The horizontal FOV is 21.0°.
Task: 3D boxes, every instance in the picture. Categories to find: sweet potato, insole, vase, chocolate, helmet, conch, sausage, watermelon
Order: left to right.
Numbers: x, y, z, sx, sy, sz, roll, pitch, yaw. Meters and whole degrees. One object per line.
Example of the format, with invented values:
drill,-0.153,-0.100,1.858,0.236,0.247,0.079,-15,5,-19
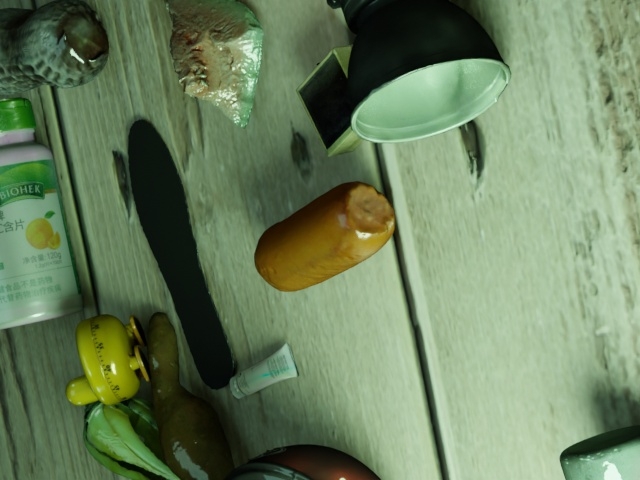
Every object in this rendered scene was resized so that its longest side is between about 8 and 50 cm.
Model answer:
chocolate,-0.337,-0.227,2.028,0.248,0.110,0.110,-4,97,47
conch,-0.222,0.231,2.032,0.201,0.079,0.095,16,107,35
insole,-0.160,0.014,1.952,0.109,0.007,0.322,-33,74,52
sweet potato,-0.153,0.202,1.941,0.075,0.075,0.269,-55,50,43
watermelon,-0.111,-0.209,1.788,0.101,0.080,0.155,-56,41,32
helmet,-0.010,0.303,1.691,0.189,0.193,0.216,-26,93,48
sausage,0.000,0.000,1.696,0.197,0.076,0.076,-29,77,52
vase,0.269,0.266,1.432,0.086,0.086,0.214,-17,91,52

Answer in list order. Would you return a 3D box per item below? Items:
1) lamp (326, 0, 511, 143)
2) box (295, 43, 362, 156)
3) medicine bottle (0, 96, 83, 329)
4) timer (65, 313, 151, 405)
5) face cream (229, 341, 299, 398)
lamp,0.062,-0.216,1.529,0.172,0.147,0.227,108,146,-65
box,0.021,-0.137,1.662,0.079,0.035,0.083,-45,65,47
medicine bottle,-0.380,-0.033,2.112,0.133,0.133,0.274,-13,89,52
timer,-0.256,0.142,2.003,0.107,0.109,0.107,-19,-90,-87
face cream,-0.060,0.143,1.851,0.115,0.020,0.038,-31,74,49
